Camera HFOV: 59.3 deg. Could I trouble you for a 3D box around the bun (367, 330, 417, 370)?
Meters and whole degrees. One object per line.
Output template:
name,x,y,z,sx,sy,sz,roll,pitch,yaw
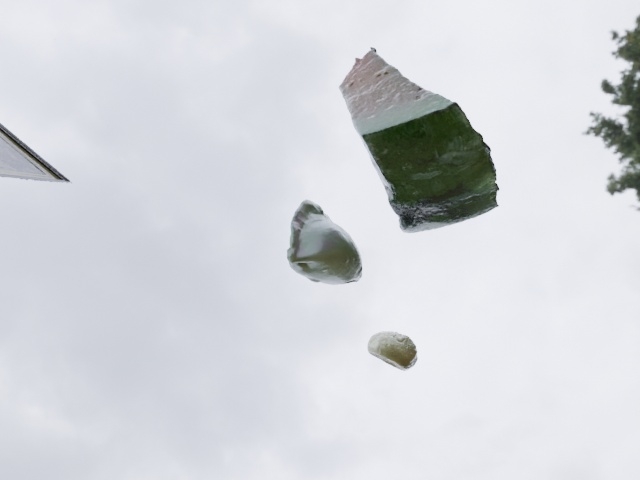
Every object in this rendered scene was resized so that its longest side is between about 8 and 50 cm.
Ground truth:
bun,0.156,0.227,1.188,0.115,0.115,0.069,34,-106,-31

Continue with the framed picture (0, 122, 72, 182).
framed picture,-0.485,-0.144,0.809,0.199,0.195,0.010,39,-83,6

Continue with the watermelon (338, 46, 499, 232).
watermelon,0.142,-0.146,0.953,0.151,0.302,0.264,-38,-44,0

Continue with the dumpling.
dumpling,-0.004,0.012,0.993,0.105,0.149,0.217,-54,-29,14
